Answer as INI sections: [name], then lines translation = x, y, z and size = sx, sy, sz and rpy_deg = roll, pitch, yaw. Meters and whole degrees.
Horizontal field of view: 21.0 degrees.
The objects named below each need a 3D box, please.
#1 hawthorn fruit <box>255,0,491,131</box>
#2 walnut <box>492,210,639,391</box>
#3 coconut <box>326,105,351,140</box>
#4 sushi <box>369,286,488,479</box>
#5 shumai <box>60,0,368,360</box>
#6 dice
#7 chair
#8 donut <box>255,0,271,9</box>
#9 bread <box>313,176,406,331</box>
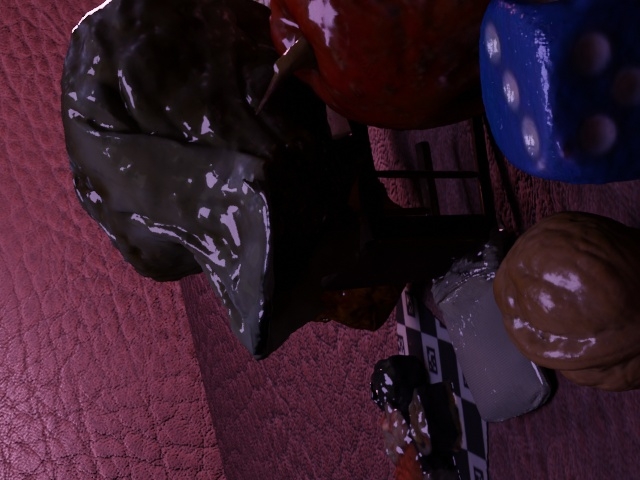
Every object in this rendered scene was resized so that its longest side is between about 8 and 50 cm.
[hawthorn fruit]
translation = 0.083, -0.221, 1.542
size = 0.258, 0.262, 0.258
rpy_deg = -174, 90, -80
[walnut]
translation = 0.221, 0.046, 1.393
size = 0.166, 0.149, 0.166
rpy_deg = 42, 163, 15
[coconut]
translation = -0.022, -0.219, 2.075
size = 0.237, 0.197, 0.236
rpy_deg = 169, 90, -79
[sushi]
translation = 0.114, 0.250, 2.077
size = 0.320, 0.069, 0.339
rpy_deg = -129, 33, -64
[shumai]
translation = -0.104, -0.059, 1.612
size = 0.288, 0.292, 0.330
rpy_deg = -100, -14, -53
[dice]
translation = 0.209, -0.129, 1.320
size = 0.146, 0.143, 0.146
rpy_deg = -138, 38, -67
[chair]
translation = 0.103, 0.030, 1.758
size = 0.160, 0.186, 0.319
rpy_deg = 142, 122, -60
[donut]
translation = 0.000, -0.280, 1.801
size = 0.128, 0.209, 0.261
rpy_deg = 95, -168, -47
[bread]
translation = 0.010, 0.008, 2.064
size = 0.232, 0.135, 0.246
rpy_deg = 22, 145, 29
